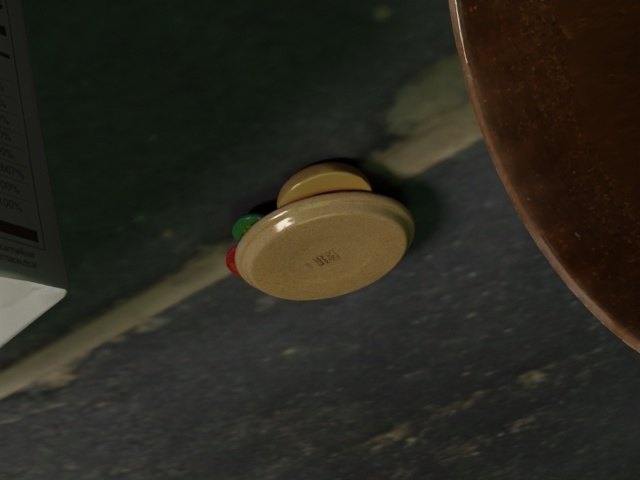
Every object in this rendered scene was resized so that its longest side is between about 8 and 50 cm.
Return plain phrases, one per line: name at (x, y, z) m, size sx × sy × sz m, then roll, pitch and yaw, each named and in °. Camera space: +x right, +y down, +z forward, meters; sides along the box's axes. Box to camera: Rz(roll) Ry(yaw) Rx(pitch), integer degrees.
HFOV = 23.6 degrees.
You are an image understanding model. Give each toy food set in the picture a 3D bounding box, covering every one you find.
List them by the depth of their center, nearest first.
toy food set at (0.000, 0.000, 0.669) m, size 0.082 × 0.020 × 0.083 m, roll -33°, pitch 144°, yaw 29°

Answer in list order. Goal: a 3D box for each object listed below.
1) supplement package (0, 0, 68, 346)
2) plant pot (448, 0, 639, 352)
supplement package at (-0.240, -0.003, 0.449) m, size 0.204 × 0.145 × 0.262 m, roll 19°, pitch 135°, yaw -43°
plant pot at (0.191, -0.091, 0.456) m, size 0.230 × 0.215 × 0.215 m, roll -17°, pitch 152°, yaw -24°
